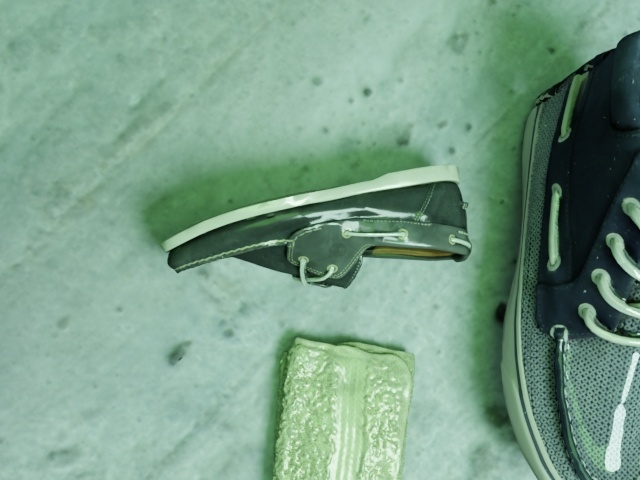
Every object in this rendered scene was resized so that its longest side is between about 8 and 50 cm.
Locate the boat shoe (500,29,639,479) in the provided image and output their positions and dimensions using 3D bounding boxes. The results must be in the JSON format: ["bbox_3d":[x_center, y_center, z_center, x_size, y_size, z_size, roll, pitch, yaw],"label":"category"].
[{"bbox_3d":[0.208,0.023,0.480,0.127,0.158,0.341,1,78,-6],"label":"boat shoe"}]

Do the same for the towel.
[{"bbox_3d":[0.016,0.153,0.545,0.110,0.027,0.148,7,87,-5],"label":"towel"}]

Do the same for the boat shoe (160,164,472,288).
[{"bbox_3d":[0.000,0.000,0.520,0.233,0.084,0.079,-10,89,-9],"label":"boat shoe"}]
